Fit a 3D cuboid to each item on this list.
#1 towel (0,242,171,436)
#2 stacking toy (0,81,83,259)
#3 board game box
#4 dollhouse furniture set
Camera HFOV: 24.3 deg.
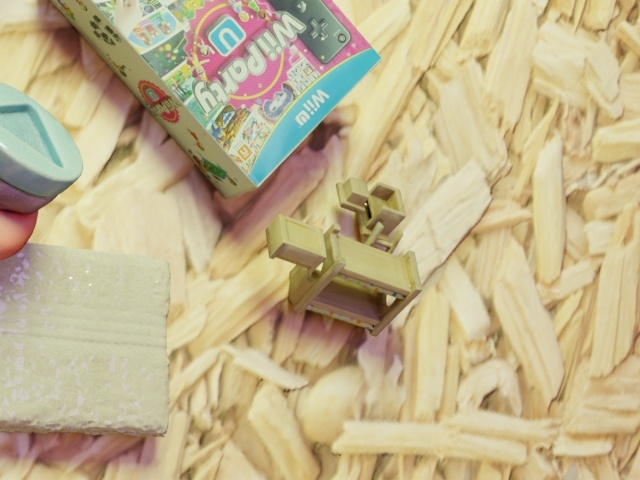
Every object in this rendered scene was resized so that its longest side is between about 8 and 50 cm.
[{"bbox_3d":[-0.274,0.096,1.438,0.282,0.049,0.187,8,74,-32],"label":"towel"},{"bbox_3d":[-0.354,-0.127,1.292,0.309,0.130,0.279,44,20,-2],"label":"stacking toy"},{"bbox_3d":[-0.114,-0.232,1.598,0.303,0.097,0.224,48,65,-13],"label":"board game box"},{"bbox_3d":[0.000,0.000,1.651,0.182,0.101,0.161,20,41,-28],"label":"dollhouse furniture set"}]
